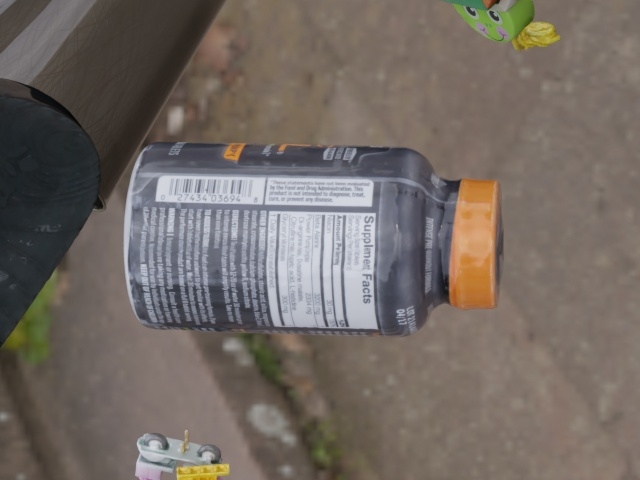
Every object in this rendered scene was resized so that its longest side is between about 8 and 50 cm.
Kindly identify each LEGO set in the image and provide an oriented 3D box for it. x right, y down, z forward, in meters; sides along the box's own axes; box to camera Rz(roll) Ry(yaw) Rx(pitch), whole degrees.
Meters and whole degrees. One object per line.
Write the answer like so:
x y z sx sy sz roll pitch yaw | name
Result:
-0.141 0.295 1.621 0.287 0.132 0.107 -62 -24 -48 | LEGO set

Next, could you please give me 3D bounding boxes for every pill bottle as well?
0.000 0.000 1.278 0.130 0.246 0.130 2 -90 -82 | pill bottle

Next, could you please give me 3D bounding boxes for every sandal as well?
-0.287 0.102 1.226 0.445 0.167 0.107 -60 34 17 | sandal

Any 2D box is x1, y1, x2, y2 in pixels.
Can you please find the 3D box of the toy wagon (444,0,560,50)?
0.099 -0.281 1.583 0.267 0.068 0.344 23 151 52 | toy wagon

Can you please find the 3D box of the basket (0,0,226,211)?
-0.184 -0.172 1.527 0.227 0.204 0.154 -52 -7 -15 | basket
